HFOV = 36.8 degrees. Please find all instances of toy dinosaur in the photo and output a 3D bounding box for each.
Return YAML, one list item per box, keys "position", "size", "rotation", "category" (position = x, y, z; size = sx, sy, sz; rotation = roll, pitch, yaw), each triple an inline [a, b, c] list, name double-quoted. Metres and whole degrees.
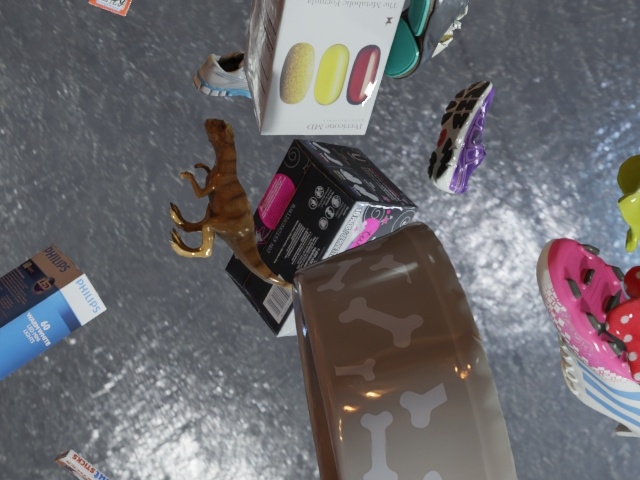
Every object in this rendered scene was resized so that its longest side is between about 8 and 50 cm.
- position: [-0.090, -0.014, 0.966]
  size: [0.112, 0.064, 0.211]
  rotation: [-17, 108, 7]
  category: "toy dinosaur"

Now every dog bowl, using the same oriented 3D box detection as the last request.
- position: [0.053, 0.163, 0.709]
  size: [0.102, 0.348, 0.348]
  rotation: [-11, 116, -5]
  category: "dog bowl"

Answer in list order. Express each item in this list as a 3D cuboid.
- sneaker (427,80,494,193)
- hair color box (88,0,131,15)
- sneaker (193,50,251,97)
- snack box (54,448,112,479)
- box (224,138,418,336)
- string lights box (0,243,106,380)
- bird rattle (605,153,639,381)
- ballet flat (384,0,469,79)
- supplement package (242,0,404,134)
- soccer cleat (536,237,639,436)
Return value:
- position: [0.209, -0.147, 1.373]
  size: [0.071, 0.068, 0.169]
  rotation: [24, 86, -29]
  category: "sneaker"
- position: [-0.242, -0.383, 1.224]
  size: [0.053, 0.093, 0.167]
  rotation: [16, 128, -23]
  category: "hair color box"
- position: [-0.127, -0.301, 1.725]
  size: [0.191, 0.071, 0.083]
  rotation: [-5, 147, -33]
  category: "sneaker"
- position: [-0.411, 0.452, 1.790]
  size: [0.178, 0.064, 0.022]
  rotation: [43, 54, -15]
  category: "snack box"
- position: [0.000, 0.000, 1.415]
  size: [0.142, 0.163, 0.247]
  rotation: [1, 127, -45]
  category: "box"
- position: [-0.456, 0.122, 1.383]
  size: [0.260, 0.133, 0.076]
  rotation: [-35, 125, -18]
  category: "string lights box"
- position: [0.348, 0.028, 0.844]
  size: [0.143, 0.207, 0.253]
  rotation: [-41, 127, -43]
  category: "bird rattle"
- position: [0.123, -0.240, 1.080]
  size: [0.074, 0.203, 0.074]
  rotation: [3, 73, -9]
  category: "ballet flat"
- position: [0.001, -0.252, 1.099]
  size: [0.139, 0.133, 0.244]
  rotation: [-2, 139, -16]
  category: "supplement package"
- position: [0.328, 0.134, 1.151]
  size: [0.331, 0.143, 0.116]
  rotation: [47, 51, -22]
  category: "soccer cleat"
